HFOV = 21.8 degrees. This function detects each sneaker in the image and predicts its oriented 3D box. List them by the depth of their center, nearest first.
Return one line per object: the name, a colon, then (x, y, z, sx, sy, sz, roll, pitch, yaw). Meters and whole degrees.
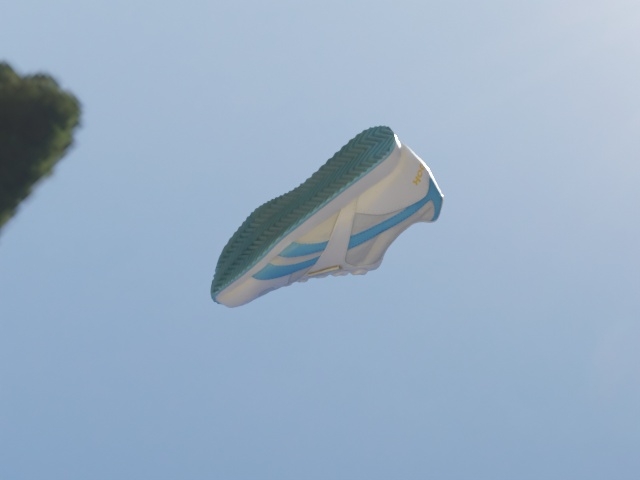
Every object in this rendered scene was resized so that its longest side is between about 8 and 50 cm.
sneaker: (0.000, 0.000, 1.436, 0.228, 0.092, 0.087, -34, -150, 24)
